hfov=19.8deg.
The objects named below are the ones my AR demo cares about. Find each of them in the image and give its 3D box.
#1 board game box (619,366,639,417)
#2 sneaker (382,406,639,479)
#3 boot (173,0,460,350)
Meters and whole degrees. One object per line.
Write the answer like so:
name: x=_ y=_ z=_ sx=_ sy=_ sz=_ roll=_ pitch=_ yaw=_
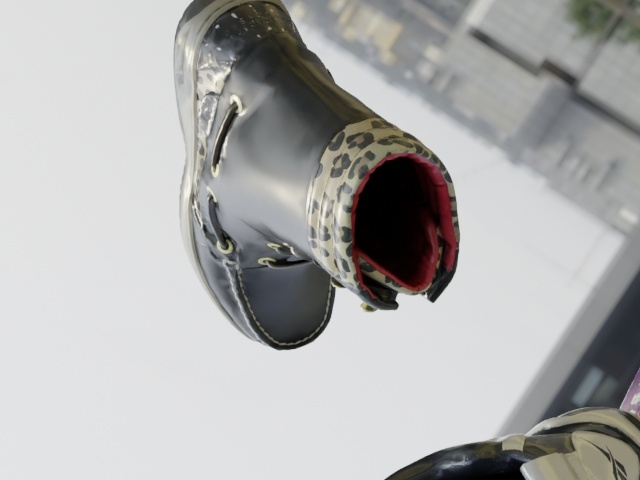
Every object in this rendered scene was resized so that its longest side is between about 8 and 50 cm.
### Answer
board game box: x=0.282 y=0.199 z=0.914 sx=0.347 sy=0.208 sz=0.056 roll=29 pitch=171 yaw=-10
sneaker: x=0.034 y=0.152 z=0.783 sx=0.153 sy=0.235 sz=0.094 roll=13 pitch=-130 yaw=-62
boot: x=-0.002 y=0.000 z=0.957 sx=0.178 sy=0.085 sz=0.236 roll=45 pitch=151 yaw=45
